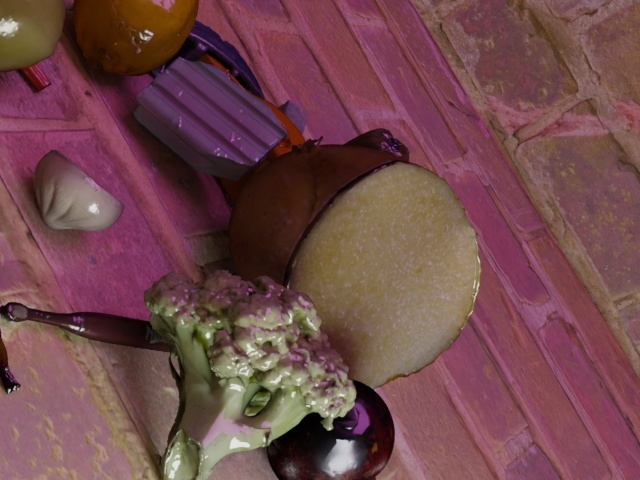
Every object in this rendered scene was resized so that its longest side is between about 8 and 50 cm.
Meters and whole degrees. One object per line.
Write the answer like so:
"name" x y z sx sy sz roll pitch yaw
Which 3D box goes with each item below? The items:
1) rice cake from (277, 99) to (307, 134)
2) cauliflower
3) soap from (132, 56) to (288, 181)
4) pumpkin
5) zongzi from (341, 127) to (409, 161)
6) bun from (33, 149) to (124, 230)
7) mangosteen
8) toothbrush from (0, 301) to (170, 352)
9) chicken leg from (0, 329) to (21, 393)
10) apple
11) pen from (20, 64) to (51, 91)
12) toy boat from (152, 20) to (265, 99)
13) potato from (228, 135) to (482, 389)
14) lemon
"rice cake" -0.074 -0.212 2.389 0.069 0.063 0.206 50 26 -19
"cauliflower" -0.101 0.173 1.607 0.327 0.260 0.281 21 37 -9
"soap" -0.182 -0.195 2.004 0.230 0.091 0.145 40 63 5
"pumpkin" -0.145 -0.174 2.128 0.280 0.139 0.190 34 32 -37
"zongzi" 0.111 -0.077 2.351 0.274 0.250 0.125 49 41 -21
"bun" -0.349 -0.055 1.668 0.138 0.094 0.138 36 -7 5
"mangosteen" 0.011 0.287 1.787 0.210 0.210 0.210 42 28 -29
"toothbrush" -0.290 0.120 1.623 0.364 0.041 0.041 17 45 -55
"chicken leg" -0.406 0.121 1.415 0.145 0.037 0.062 42 50 -27
"apple" -0.457 -0.334 1.696 0.200 0.200 0.200 42 28 -29
"pen" -0.491 -0.326 1.806 0.239 0.028 0.028 53 25 -7
"toy boat" -0.199 -0.298 2.190 0.283 0.127 0.078 36 25 -34
"potato" 0.023 0.029 2.006 0.319 0.385 0.442 31 -12 49
"lemon" -0.309 -0.387 1.991 0.204 0.204 0.260 42 64 -28
